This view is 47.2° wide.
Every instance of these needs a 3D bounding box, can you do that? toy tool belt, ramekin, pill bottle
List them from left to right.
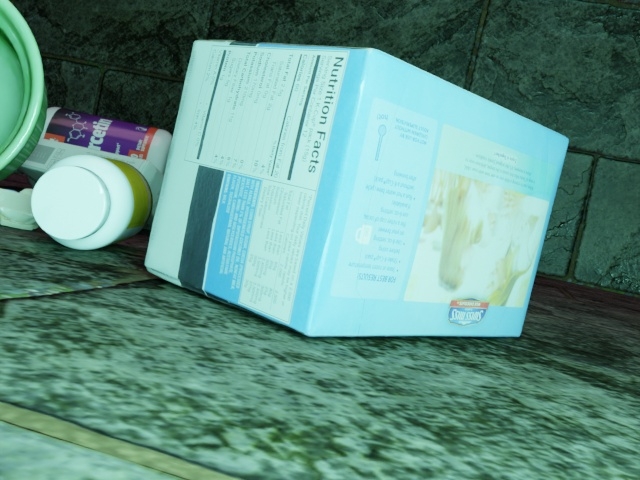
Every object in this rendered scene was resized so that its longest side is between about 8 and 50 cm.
[{"bbox_3d":[-0.519,-0.201,0.985,0.304,0.303,0.148,11,-4,-10],"label":"ramekin"},{"bbox_3d":[-0.370,-0.037,0.865,0.083,0.052,0.051,14,-29,-17],"label":"toy tool belt"},{"bbox_3d":[-0.475,-0.169,1.511,0.323,0.181,0.181,11,3,-5],"label":"pill bottle"},{"bbox_3d":[-0.253,-0.043,0.814,0.103,0.103,0.184,12,3,-3],"label":"pill bottle"}]

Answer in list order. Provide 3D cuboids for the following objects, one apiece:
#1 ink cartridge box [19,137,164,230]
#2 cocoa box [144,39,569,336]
[{"bbox_3d":[-0.328,-0.062,1.237,0.296,0.066,0.261,14,-21,34],"label":"ink cartridge box"},{"bbox_3d":[0.050,-0.040,0.730,0.228,0.231,0.347,16,6,43],"label":"cocoa box"}]
